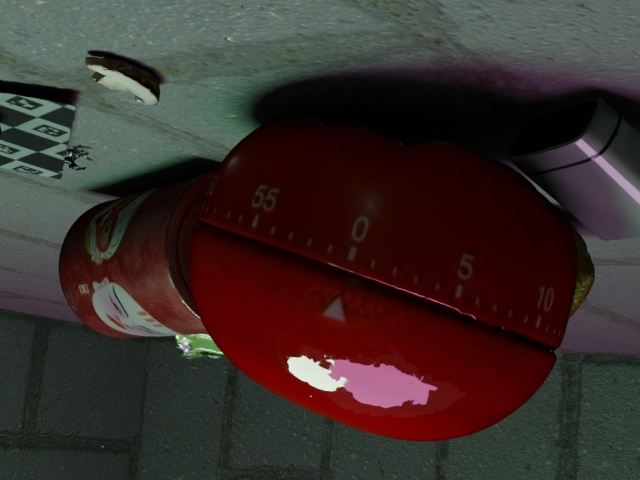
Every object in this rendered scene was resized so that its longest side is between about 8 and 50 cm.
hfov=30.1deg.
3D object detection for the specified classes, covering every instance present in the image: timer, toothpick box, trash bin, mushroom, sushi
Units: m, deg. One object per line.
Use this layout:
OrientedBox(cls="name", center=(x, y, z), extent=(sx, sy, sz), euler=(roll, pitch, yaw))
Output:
OrientedBox(cls="timer", center=(0.056, 0.038, 1.171), extent=(0.378, 0.279, 0.378), euler=(19, 179, 0))
OrientedBox(cls="toothpick box", center=(-0.187, 0.026, 1.555), extent=(0.204, 0.204, 0.333), euler=(11, 169, -31))
OrientedBox(cls="trash bin", center=(0.253, -0.062, 1.074), extent=(0.130, 0.059, 0.116), euler=(38, 159, -19))
OrientedBox(cls="mushroom", center=(-0.177, -0.146, 1.075), extent=(0.049, 0.019, 0.101), euler=(0, 167, 23))
OrientedBox(cls="sushi", center=(-0.413, -0.101, 1.268), extent=(0.292, 0.059, 0.294), euler=(10, 166, -10))

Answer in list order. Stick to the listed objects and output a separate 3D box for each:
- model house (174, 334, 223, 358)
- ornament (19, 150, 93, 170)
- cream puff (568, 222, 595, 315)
OrientedBox(cls="model house", center=(-0.096, 0.094, 1.818), extent=(0.189, 0.214, 0.195), euler=(10, 171, 14))
OrientedBox(cls="ornament", center=(-0.332, -0.100, 1.409), extent=(0.125, 0.028, 0.073), euler=(5, 171, 13))
OrientedBox(cls="cream puff", center=(0.230, 0.045, 1.568), extent=(0.244, 0.196, 0.244), euler=(30, 161, 11))
